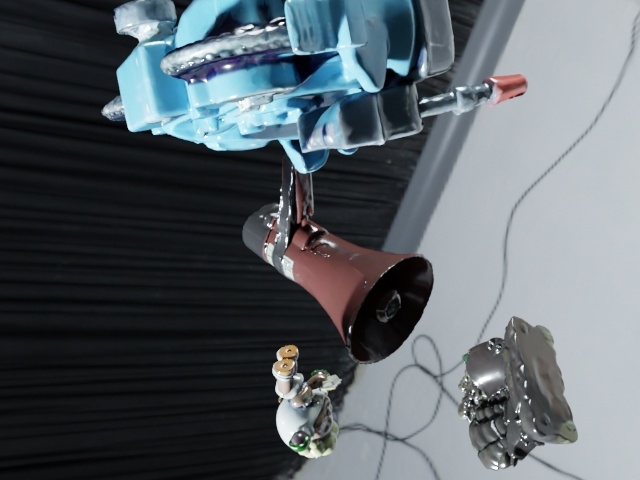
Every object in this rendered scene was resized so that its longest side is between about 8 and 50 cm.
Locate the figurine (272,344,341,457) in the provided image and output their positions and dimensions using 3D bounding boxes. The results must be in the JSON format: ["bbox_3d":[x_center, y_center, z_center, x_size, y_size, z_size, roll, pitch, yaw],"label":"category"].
[{"bbox_3d":[-0.020,0.241,1.140,0.147,0.093,0.197,-68,-19,-47],"label":"figurine"}]

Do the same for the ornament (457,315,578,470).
[{"bbox_3d":[0.310,0.287,1.362,0.260,0.106,0.251,-50,32,43],"label":"ornament"}]

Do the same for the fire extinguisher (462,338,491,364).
[{"bbox_3d":[0.325,0.227,1.548,0.083,0.025,0.038,-35,63,32],"label":"fire extinguisher"}]

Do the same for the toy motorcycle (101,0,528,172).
[{"bbox_3d":[-0.017,-0.095,0.430,0.272,0.182,0.124,-172,70,-67],"label":"toy motorcycle"}]

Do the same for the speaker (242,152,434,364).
[{"bbox_3d":[-0.006,0.021,1.246,0.329,0.259,0.198,34,79,29],"label":"speaker"}]
